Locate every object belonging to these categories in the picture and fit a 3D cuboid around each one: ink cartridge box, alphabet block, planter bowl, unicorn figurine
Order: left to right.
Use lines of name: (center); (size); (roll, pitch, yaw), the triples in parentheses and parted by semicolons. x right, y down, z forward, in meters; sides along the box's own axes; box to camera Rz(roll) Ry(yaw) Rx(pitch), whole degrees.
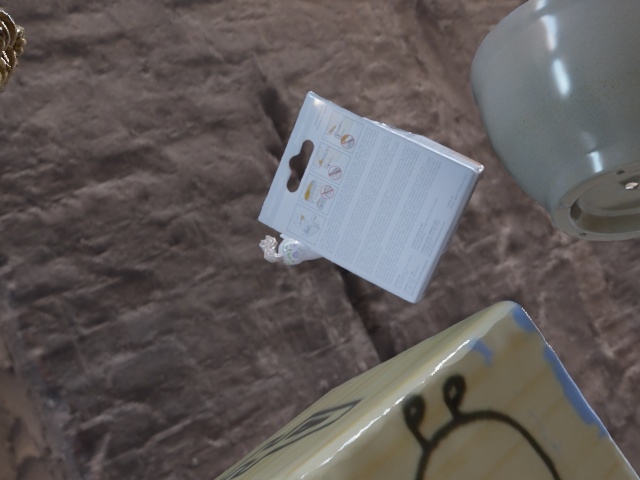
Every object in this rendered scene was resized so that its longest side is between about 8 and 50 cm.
unicorn figurine: (0.000, 0.000, 1.288); (0.162, 0.060, 0.111); (-26, 15, 5)
ink cartridge box: (0.046, -0.043, 0.936); (0.045, 0.179, 0.145); (-23, -41, -64)
alphabet block: (0.047, 0.178, 0.535); (0.197, 0.192, 0.193); (-32, -5, -45)
planter bowl: (0.179, -0.067, 0.589); (0.162, 0.109, 0.162); (-4, -28, -2)

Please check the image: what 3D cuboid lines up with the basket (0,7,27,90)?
basket: (-0.332, -0.098, 0.477); (0.213, 0.299, 0.223); (-47, 21, 14)
